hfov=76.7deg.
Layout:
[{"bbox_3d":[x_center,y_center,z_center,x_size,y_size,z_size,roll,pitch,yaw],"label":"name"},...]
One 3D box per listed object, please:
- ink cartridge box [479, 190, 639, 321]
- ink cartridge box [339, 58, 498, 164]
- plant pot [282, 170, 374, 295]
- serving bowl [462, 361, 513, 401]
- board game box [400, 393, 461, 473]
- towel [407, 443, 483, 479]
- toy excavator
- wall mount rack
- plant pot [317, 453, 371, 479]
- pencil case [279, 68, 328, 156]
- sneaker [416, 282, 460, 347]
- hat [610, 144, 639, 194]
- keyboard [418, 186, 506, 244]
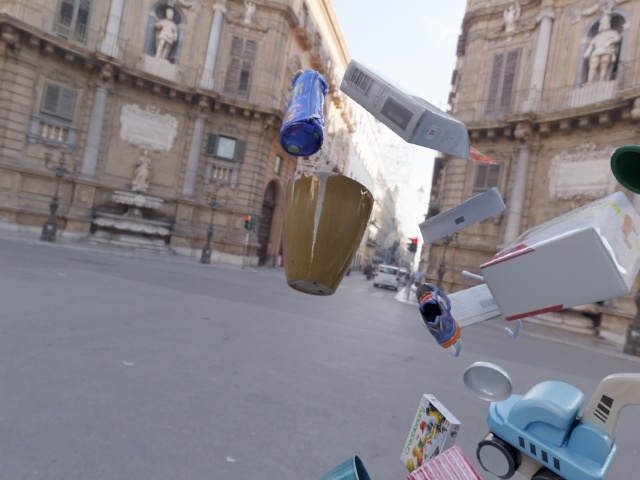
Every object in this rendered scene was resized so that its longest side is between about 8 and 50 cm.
[{"bbox_3d":[0.632,0.034,1.038,0.384,0.161,0.279,-22,-7,-43],"label":"ink cartridge box"},{"bbox_3d":[0.279,-0.329,1.061,0.384,0.091,0.308,1,37,-38],"label":"ink cartridge box"},{"bbox_3d":[0.000,0.000,1.011,0.236,0.255,0.237,10,-22,4],"label":"plant pot"},{"bbox_3d":[0.298,0.246,0.718,0.083,0.084,0.027,9,32,27],"label":"serving bowl"},{"bbox_3d":[0.429,0.797,1.595,0.053,0.306,0.193,14,7,-21],"label":"board game box"},{"bbox_3d":[0.410,0.771,1.252,0.274,0.031,0.199,-2,43,-39],"label":"towel"},{"bbox_3d":[0.647,0.446,0.993,0.222,0.446,0.432,-11,23,-41],"label":"toy excavator"},{"bbox_3d":[0.459,0.203,1.311,0.349,0.131,0.304,-15,46,-8],"label":"wall mount rack"},{"bbox_3d":[0.074,1.008,1.542,0.255,0.272,0.271,-25,-3,2],"label":"plant pot"},{"bbox_3d":[-0.042,-0.380,1.185,0.119,0.307,0.133,22,-41,-21],"label":"pencil case"},{"bbox_3d":[0.296,0.174,1.060,0.087,0.083,0.221,45,15,-22],"label":"sneaker"},{"bbox_3d":[1.015,-0.249,1.211,0.209,0.183,0.173,56,-6,-33],"label":"hat"},{"bbox_3d":[0.404,-0.067,1.182,0.255,0.072,0.014,-29,-21,36],"label":"keyboard"}]
